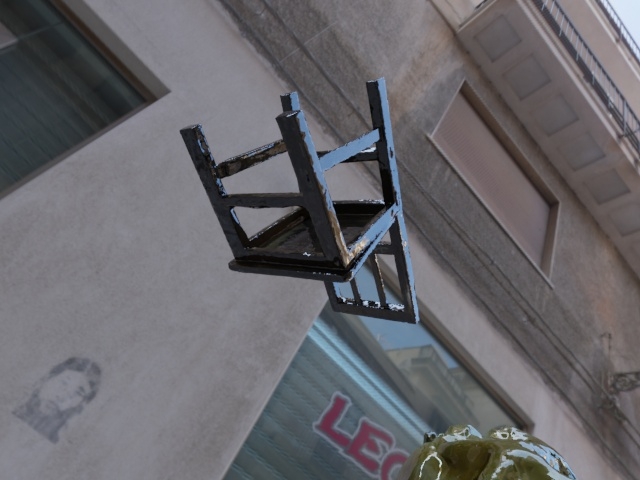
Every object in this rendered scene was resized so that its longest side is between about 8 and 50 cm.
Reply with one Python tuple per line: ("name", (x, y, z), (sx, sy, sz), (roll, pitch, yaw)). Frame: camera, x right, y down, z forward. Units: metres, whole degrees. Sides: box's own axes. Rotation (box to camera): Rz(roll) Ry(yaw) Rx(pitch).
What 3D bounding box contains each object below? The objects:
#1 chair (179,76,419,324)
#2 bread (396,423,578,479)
("chair", (0.000, 0.000, 0.702), (0.203, 0.240, 0.416), (2, -63, 32))
("bread", (0.140, 0.263, 0.320), (0.196, 0.239, 0.252), (31, -12, 5))
